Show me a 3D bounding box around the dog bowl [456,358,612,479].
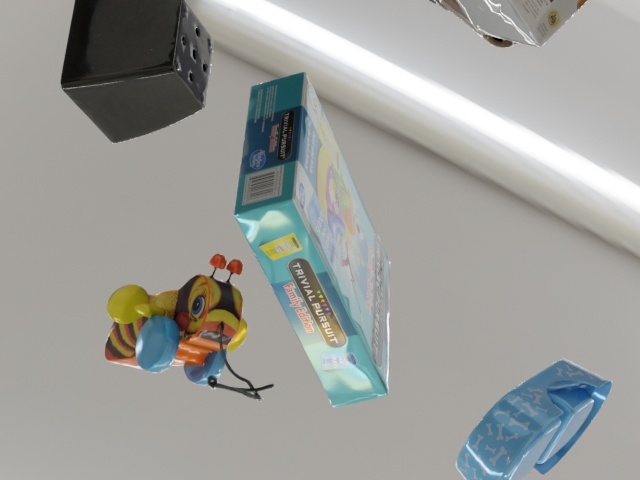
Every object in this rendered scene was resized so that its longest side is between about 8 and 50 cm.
[{"bbox_3d":[0.282,0.250,1.950,0.074,0.166,0.297,39,-149,22],"label":"dog bowl"}]

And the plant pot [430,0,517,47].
[{"bbox_3d":[0.252,-0.379,2.169,0.167,0.167,0.165,0,-142,-35],"label":"plant pot"}]

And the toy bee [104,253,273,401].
[{"bbox_3d":[-0.146,0.098,1.808,0.298,0.162,0.195,10,171,31],"label":"toy bee"}]

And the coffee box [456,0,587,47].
[{"bbox_3d":[0.283,-0.352,1.733,0.098,0.246,0.141,50,171,-30],"label":"coffee box"}]

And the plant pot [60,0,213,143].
[{"bbox_3d":[-0.265,-0.275,2.221,0.167,0.187,0.188,-4,-116,18],"label":"plant pot"}]

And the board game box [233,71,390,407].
[{"bbox_3d":[0.000,0.000,1.825,0.079,0.336,0.253,-14,-141,15],"label":"board game box"}]
